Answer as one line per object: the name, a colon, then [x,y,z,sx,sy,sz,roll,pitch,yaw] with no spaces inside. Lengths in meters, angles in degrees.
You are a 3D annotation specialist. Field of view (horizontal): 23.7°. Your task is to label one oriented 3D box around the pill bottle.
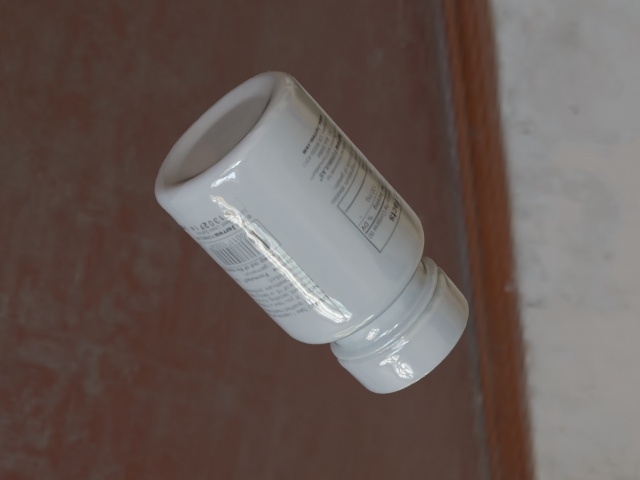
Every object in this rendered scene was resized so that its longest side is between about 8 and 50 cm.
pill bottle: [0.000,0.000,1.106,0.229,0.131,0.131,47,48,-22]
